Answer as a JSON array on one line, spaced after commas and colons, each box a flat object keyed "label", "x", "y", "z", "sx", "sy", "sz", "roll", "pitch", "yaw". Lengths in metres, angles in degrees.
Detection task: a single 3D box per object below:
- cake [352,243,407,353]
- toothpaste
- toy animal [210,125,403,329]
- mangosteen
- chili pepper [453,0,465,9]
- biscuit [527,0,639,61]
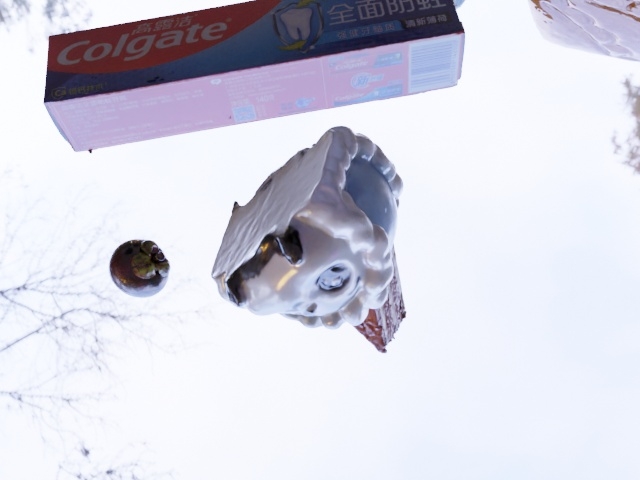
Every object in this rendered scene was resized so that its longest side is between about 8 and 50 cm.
[{"label": "cake", "x": 0.091, "y": 0.033, "z": 1.254, "sx": 0.262, "sy": 0.159, "sz": 0.158, "roll": 47, "pitch": -146, "yaw": -3}, {"label": "toothpaste", "x": -0.051, "y": -0.143, "z": 0.587, "sx": 0.320, "sy": 0.066, "sz": 0.076, "roll": -10, "pitch": -121, "yaw": -1}, {"label": "toy animal", "x": 0.000, "y": 0.000, "z": 0.788, "sx": 0.156, "sy": 0.208, "sz": 0.204, "roll": 32, "pitch": -137, "yaw": -23}, {"label": "mangosteen", "x": -0.232, "y": 0.033, "z": 0.955, "sx": 0.081, "sy": 0.081, "sz": 0.081, "roll": -1, "pitch": -130, "yaw": 1}, {"label": "chili pepper", "x": 0.185, "y": -0.336, "z": 0.754, "sx": 0.062, "sy": 0.108, "sz": 0.216, "roll": 38, "pitch": -81, "yaw": -7}, {"label": "biscuit", "x": 0.282, "y": -0.200, "z": 0.611, "sx": 0.283, "sy": 0.306, "sz": 0.043, "roll": 21, "pitch": -95, "yaw": -18}]
